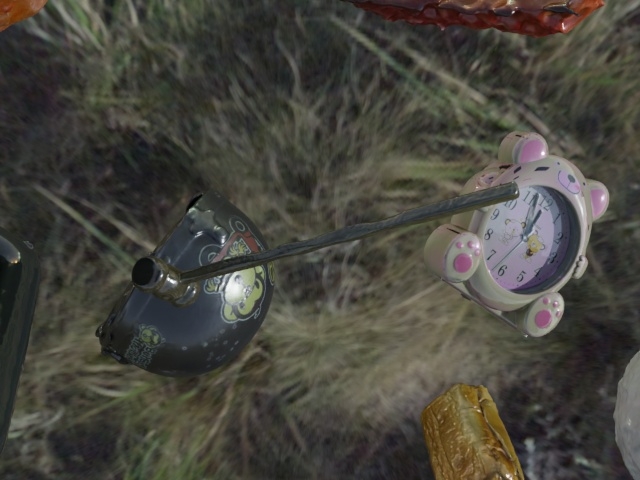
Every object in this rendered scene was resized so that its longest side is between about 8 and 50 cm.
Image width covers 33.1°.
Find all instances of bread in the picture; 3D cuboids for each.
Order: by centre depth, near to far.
[{"bbox_3d":[0.132,0.187,0.953,0.053,0.132,0.074,36,109,-27],"label":"bread"}]

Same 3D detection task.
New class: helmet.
[{"bbox_3d":[-0.150,0.077,1.320,0.160,0.279,0.230,32,49,2],"label":"helmet"}]

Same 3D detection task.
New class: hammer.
[{"bbox_3d":[0.000,0.000,0.764,0.292,0.058,0.029,-15,67,23],"label":"hammer"}]

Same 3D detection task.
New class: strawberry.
[{"bbox_3d":[0.151,-0.300,1.011,0.280,0.150,0.253,13,78,24],"label":"strawberry"}]

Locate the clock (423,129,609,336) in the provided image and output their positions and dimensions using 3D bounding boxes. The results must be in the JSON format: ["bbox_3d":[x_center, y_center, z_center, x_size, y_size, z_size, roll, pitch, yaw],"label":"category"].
[{"bbox_3d":[0.358,-0.015,1.911,0.284,0.114,0.309,33,88,-22],"label":"clock"}]

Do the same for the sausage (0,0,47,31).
[{"bbox_3d":[-0.254,-0.279,0.835,0.133,0.133,0.258,19,93,1],"label":"sausage"}]

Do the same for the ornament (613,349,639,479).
[{"bbox_3d":[0.624,0.291,1.646,0.337,0.337,0.337,0,85,0],"label":"ornament"}]

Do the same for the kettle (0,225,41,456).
[{"bbox_3d":[-0.333,0.020,0.671,0.203,0.308,0.262,-30,125,10],"label":"kettle"}]
